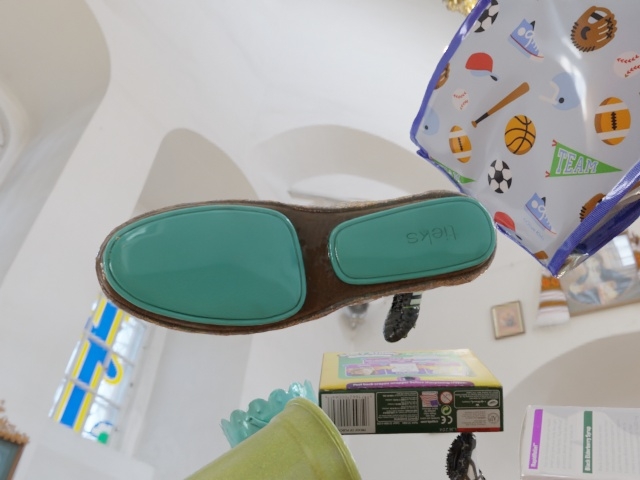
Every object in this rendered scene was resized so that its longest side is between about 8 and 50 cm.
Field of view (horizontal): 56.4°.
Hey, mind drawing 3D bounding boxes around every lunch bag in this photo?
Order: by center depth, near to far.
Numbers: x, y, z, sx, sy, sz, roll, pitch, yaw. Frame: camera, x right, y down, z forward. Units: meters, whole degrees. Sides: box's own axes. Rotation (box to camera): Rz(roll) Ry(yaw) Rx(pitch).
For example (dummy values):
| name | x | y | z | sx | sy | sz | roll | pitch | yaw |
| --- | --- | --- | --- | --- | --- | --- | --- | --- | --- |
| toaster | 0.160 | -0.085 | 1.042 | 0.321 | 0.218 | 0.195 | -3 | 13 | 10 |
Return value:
| name | x | y | z | sx | sy | sz | roll | pitch | yaw |
| --- | --- | --- | --- | --- | --- | --- | --- | --- | --- |
| lunch bag | 0.339 | -0.188 | 0.808 | 0.239 | 0.327 | 0.385 | 3 | -51 | -52 |

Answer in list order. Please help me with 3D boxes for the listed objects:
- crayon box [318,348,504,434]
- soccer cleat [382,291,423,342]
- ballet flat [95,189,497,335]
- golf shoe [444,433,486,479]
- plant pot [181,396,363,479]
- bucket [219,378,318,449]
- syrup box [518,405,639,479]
| name | x | y | z | sx | sy | sz | roll | pitch | yaw |
| --- | --- | --- | --- | --- | --- | --- | --- | --- | --- |
| crayon box | 0.182 | 0.325 | 1.318 | 0.363 | 0.105 | 0.313 | -2 | 2 | 2 |
| soccer cleat | 0.143 | 0.087 | 0.996 | 0.060 | 0.178 | 0.072 | 1 | -40 | 48 |
| ballet flat | -0.014 | 0.021 | 0.494 | 0.316 | 0.107 | 0.106 | -2 | -9 | -10 |
| golf shoe | 0.307 | 0.489 | 1.224 | 0.094 | 0.198 | 0.077 | 9 | 3 | -16 |
| plant pot | -0.096 | 0.436 | 0.979 | 0.254 | 0.276 | 0.276 | -17 | -34 | -27 |
| bucket | -0.108 | 0.507 | 1.569 | 0.281 | 0.183 | 0.281 | -24 | -19 | -9 |
| syrup box | 0.314 | 0.219 | 0.551 | 0.237 | 0.096 | 0.093 | -6 | -62 | 29 |
